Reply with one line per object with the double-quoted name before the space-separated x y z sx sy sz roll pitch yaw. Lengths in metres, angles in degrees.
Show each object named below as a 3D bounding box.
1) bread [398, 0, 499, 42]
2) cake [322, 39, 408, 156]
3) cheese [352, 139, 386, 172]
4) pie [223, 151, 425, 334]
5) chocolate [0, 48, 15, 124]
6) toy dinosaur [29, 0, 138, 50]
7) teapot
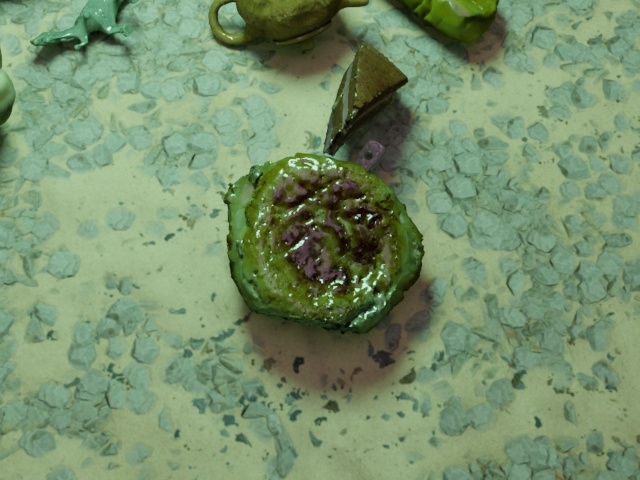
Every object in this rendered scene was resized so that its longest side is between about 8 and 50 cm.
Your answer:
"bread" 0.176 -0.526 1.846 0.383 0.112 0.166 42 44 8
"cake" 0.075 -0.243 1.676 0.113 0.116 0.295 30 35 -4
"cheese" 0.038 -0.081 1.702 0.127 0.050 0.255 36 71 10
"pie" 0.000 0.000 1.589 0.355 0.103 0.288 14 77 0
"chocolate" -0.695 -0.262 1.593 0.297 0.314 0.326 34 70 6
"toy dinosaur" -0.366 -0.450 1.802 0.383 0.076 0.129 -36 51 -22
"teapot" -0.060 -0.431 1.781 0.311 0.203 0.167 -14 113 13
